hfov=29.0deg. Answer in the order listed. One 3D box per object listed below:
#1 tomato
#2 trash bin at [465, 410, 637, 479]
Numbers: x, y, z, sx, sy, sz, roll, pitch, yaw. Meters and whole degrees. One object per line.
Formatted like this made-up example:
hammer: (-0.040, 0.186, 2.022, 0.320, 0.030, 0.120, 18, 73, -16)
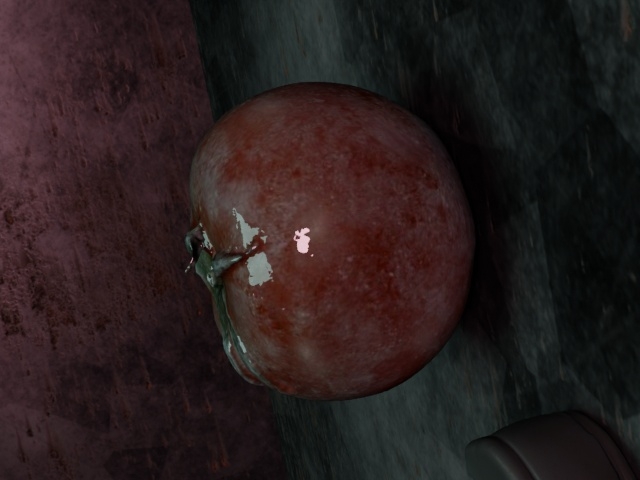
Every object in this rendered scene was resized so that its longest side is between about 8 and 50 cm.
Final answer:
tomato: (0.000, 0.000, 1.210, 0.316, 0.282, 0.317, 163, 90, -77)
trash bin: (0.203, 0.264, 1.054, 0.177, 0.101, 0.236, -138, 35, -63)
